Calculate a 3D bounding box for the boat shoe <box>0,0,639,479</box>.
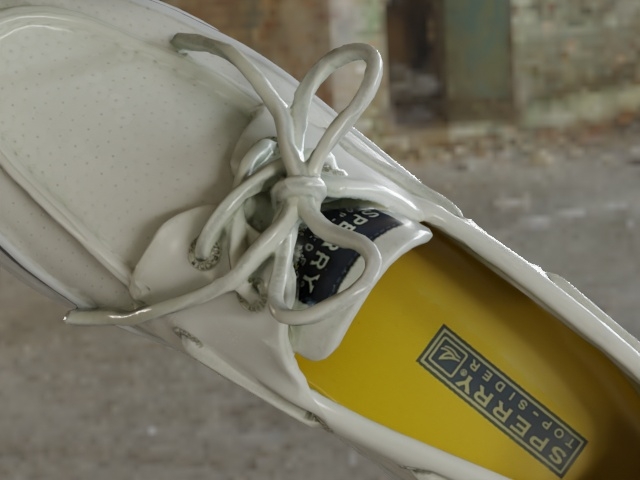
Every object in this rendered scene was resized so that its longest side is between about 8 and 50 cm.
[{"bbox_3d":[-0.004,0.008,0.731,0.367,0.136,0.156,37,-14,-3],"label":"boat shoe"}]
